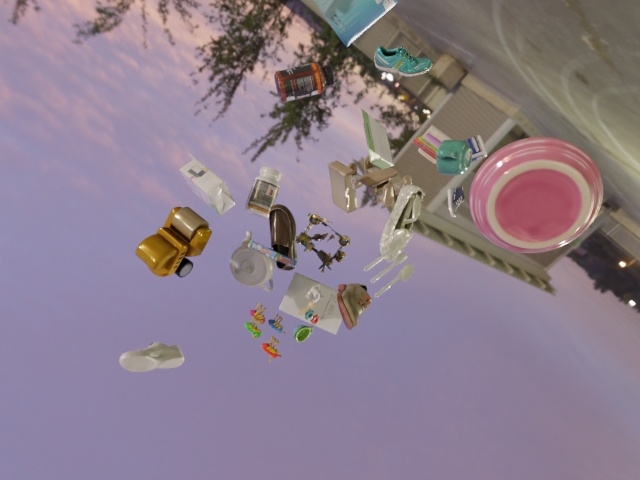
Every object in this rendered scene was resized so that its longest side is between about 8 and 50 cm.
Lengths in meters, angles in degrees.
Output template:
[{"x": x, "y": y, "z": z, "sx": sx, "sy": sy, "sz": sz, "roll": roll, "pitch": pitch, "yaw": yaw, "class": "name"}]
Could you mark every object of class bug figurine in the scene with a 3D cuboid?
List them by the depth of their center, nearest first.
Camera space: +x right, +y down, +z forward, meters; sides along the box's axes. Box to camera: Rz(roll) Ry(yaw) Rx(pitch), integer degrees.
[{"x": -0.246, "y": 0.406, "z": 1.959, "sx": 0.216, "sy": 0.072, "sz": 0.279, "roll": 46, "pitch": -164, "yaw": -14, "class": "bug figurine"}]

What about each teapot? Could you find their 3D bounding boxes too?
[{"x": -0.341, "y": 0.119, "z": 2.305, "sx": 0.252, "sy": 0.256, "sz": 0.187, "roll": 24, "pitch": -162, "yaw": 9, "class": "teapot"}]

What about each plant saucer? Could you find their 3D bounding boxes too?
[{"x": 0.576, "y": -0.106, "z": 1.169, "sx": 0.332, "sy": 0.332, "sz": 0.084, "roll": 38, "pitch": -151, "yaw": -5, "class": "plant saucer"}]

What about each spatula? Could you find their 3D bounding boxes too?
[{"x": 0.276, "y": 0.114, "z": 1.726, "sx": 0.242, "sy": 0.019, "sz": 0.168, "roll": -33, "pitch": -70, "yaw": -34, "class": "spatula"}]

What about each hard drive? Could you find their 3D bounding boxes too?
[{"x": -0.029, "y": 0.357, "z": 2.472, "sx": 0.353, "sy": 0.233, "sz": 0.047, "roll": 23, "pitch": 170, "yaw": 4, "class": "hard drive"}]

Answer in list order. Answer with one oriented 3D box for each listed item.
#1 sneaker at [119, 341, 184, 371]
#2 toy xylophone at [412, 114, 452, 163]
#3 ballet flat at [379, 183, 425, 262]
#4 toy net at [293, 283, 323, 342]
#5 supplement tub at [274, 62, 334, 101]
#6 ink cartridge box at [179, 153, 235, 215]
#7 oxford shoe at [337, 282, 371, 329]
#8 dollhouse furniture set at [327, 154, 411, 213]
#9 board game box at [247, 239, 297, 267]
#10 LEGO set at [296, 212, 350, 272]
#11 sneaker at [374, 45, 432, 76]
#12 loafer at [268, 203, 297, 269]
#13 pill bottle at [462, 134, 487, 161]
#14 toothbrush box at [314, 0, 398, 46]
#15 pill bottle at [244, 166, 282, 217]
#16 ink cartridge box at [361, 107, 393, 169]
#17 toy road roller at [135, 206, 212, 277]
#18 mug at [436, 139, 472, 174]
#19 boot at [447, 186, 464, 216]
[{"x": -0.574, "y": 0.383, "z": 1.468, "sx": 0.212, "sy": 0.080, "sz": 0.094, "roll": 14, "pitch": -148, "yaw": -43, "class": "sneaker"}, {"x": 0.520, "y": -0.473, "z": 2.071, "sx": 0.236, "sy": 0.081, "sz": 0.323, "roll": 39, "pitch": -175, "yaw": 16, "class": "toy xylophone"}, {"x": 0.401, "y": -0.086, "z": 2.110, "sx": 0.147, "sy": 0.409, "sz": 0.147, "roll": 18, "pitch": 176, "yaw": 1, "class": "ballet flat"}, {"x": -0.027, "y": 0.273, "z": 1.633, "sx": 0.122, "sy": 0.232, "sz": 0.045, "roll": 6, "pitch": -157, "yaw": -43, "class": "toy net"}, {"x": -0.055, "y": -0.553, "z": 1.509, "sx": 0.106, "sy": 0.198, "sz": 0.106, "roll": 165, "pitch": 90, "yaw": -85, "class": "supplement tub"}, {"x": -0.654, "y": -0.317, "z": 2.438, "sx": 0.353, "sy": 0.119, "sz": 0.207, "roll": 38, "pitch": 160, "yaw": 29, "class": "ink cartridge box"}, {"x": 0.140, "y": 0.242, "z": 1.736, "sx": 0.348, "sy": 0.130, "sz": 0.123, "roll": -84, "pitch": -21, "yaw": -73, "class": "oxford shoe"}, {"x": 0.262, "y": -0.367, "z": 2.502, "sx": 0.394, "sy": 0.256, "sz": 0.362, "roll": -26, "pitch": -140, "yaw": -20, "class": "dollhouse furniture set"}, {"x": -0.218, "y": 0.059, "z": 1.957, "sx": 0.201, "sy": 0.035, "sz": 0.136, "roll": 22, "pitch": 177, "yaw": 44, "class": "board game box"}, {"x": 0.000, "y": 0.000, "z": 2.476, "sx": 0.331, "sy": 0.255, "sz": 0.192, "roll": 44, "pitch": -172, "yaw": 8, "class": "LEGO set"}, {"x": 0.383, "y": -0.840, "z": 2.027, "sx": 0.275, "sy": 0.110, "sz": 0.107, "roll": 15, "pitch": -124, "yaw": 15, "class": "sneaker"}, {"x": -0.198, "y": -0.010, "z": 2.287, "sx": 0.130, "sy": 0.134, "sz": 0.366, "roll": -35, "pitch": -65, "yaw": -72, "class": "loafer"}, {"x": 0.585, "y": -0.358, "z": 1.784, "sx": 0.094, "sy": 0.169, "sz": 0.094, "roll": 53, "pitch": -155, "yaw": -40, "class": "pill bottle"}, {"x": 0.076, "y": -0.786, "z": 1.330, "sx": 0.295, "sy": 0.216, "sz": 0.126, "roll": 23, "pitch": -145, "yaw": -59, "class": "toothbrush box"}, {"x": -0.332, "y": -0.282, "z": 2.559, "sx": 0.162, "sy": 0.278, "sz": 0.162, "roll": 19, "pitch": 175, "yaw": 2, "class": "pill bottle"}, {"x": 0.201, "y": -0.386, "z": 1.671, "sx": 0.235, "sy": 0.056, "sz": 0.171, "roll": 10, "pitch": -113, "yaw": -56, "class": "ink cartridge box"}, {"x": -0.680, "y": 0.015, "z": 1.979, "sx": 0.202, "sy": 0.329, "sz": 0.240, "roll": 36, "pitch": -167, "yaw": 15, "class": "toy road roller"}, {"x": 0.493, "y": -0.300, "z": 1.601, "sx": 0.097, "sy": 0.129, "sz": 0.158, "roll": 11, "pitch": -142, "yaw": 35, "class": "mug"}, {"x": 0.786, "y": -0.226, "z": 2.506, "sx": 0.069, "sy": 0.086, "sz": 0.190, "roll": 41, "pitch": -135, "yaw": -51, "class": "boot"}]
